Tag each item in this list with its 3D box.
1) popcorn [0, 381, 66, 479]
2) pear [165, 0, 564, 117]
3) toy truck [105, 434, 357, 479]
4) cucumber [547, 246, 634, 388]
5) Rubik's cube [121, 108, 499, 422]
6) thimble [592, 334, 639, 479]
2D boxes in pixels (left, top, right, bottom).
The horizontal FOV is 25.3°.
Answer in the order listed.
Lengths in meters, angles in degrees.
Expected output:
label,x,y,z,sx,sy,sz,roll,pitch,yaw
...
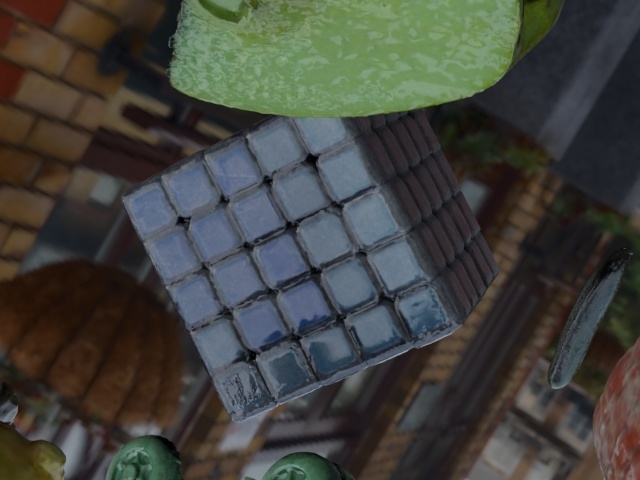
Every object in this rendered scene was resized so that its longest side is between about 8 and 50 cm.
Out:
label,x,y,z,sx,sy,sz,roll,pitch,yaw
popcorn,-0.396,0.291,1.410,0.297,0.316,0.281,21,-149,-38
pear,0.033,-0.201,0.916,0.292,0.159,0.292,11,151,6
toy truck,-0.043,0.239,1.025,0.279,0.156,0.155,-2,153,39
cucumber,0.264,0.078,1.425,0.033,0.184,0.036,-14,-134,-35
Rubik's cube,0.000,0.000,1.310,0.237,0.237,0.238,62,-160,0
thimble,0.330,0.163,1.089,0.239,0.239,0.162,28,-152,-21
